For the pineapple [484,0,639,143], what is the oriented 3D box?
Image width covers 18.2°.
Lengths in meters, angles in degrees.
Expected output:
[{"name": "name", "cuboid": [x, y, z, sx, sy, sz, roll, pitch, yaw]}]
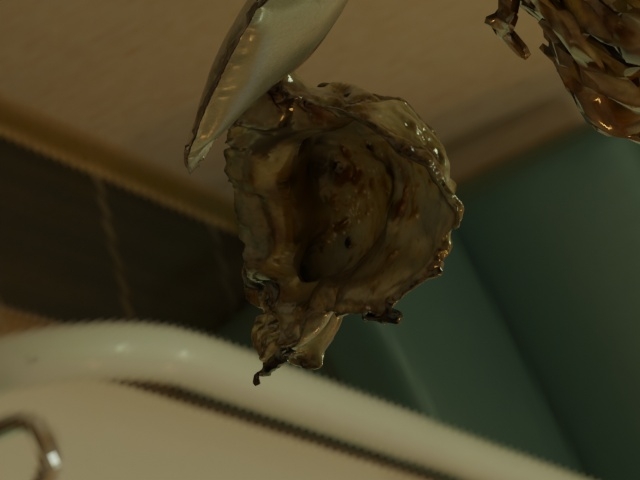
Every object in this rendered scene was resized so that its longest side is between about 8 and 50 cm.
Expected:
[{"name": "pineapple", "cuboid": [0.129, -0.202, 0.576, 0.352, 0.300, 0.352, 48, 11, -13]}]

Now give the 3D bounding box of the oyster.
[{"name": "oyster", "cuboid": [0.007, 0.005, 1.513, 0.133, 0.337, 0.198, -27, 66, -34]}]

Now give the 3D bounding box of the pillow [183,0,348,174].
[{"name": "pillow", "cuboid": [-0.025, -0.119, 1.162, 0.038, 0.130, 0.233, 32, 26, 3]}]
